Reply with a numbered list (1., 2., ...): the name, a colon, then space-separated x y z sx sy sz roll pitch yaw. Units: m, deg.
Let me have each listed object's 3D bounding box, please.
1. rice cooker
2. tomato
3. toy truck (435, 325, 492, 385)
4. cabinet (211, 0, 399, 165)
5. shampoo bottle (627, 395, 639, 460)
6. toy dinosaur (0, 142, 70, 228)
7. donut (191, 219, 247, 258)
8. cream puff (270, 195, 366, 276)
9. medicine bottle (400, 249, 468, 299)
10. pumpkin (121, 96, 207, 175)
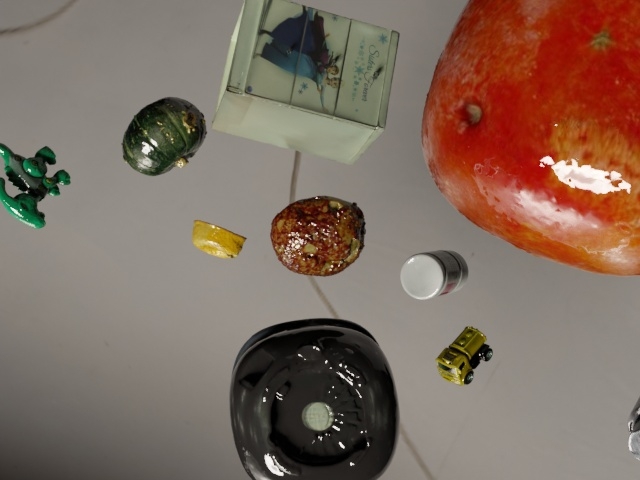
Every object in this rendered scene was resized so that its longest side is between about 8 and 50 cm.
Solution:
1. rice cooker: -0.011 0.238 1.305 0.267 0.224 0.267 0 86 -1
2. tomato: 0.229 -0.140 0.735 0.339 0.144 0.338 -5 78 25
3. toy truck: 0.210 0.172 1.338 0.049 0.054 0.083 22 56 42
4. cabinet: -0.023 -0.213 1.205 0.206 0.150 0.145 13 73 -12
5. shampoo bottle: 0.436 0.214 1.147 0.072 0.072 0.214 44 33 12
6. toy dinosaur: -0.390 -0.079 1.187 0.132 0.059 0.096 50 38 -3
7. donut: -0.174 0.000 1.520 0.097 0.108 0.043 20 78 -1
8. cream puff: 0.000 0.000 1.324 0.149 0.149 0.084 -7 52 -4
9. medicine bottle: 0.145 0.042 1.142 0.058 0.091 0.058 2 94 30
10. pumpkin: -0.331 -0.221 1.921 0.146 0.190 0.190 36 73 -7
